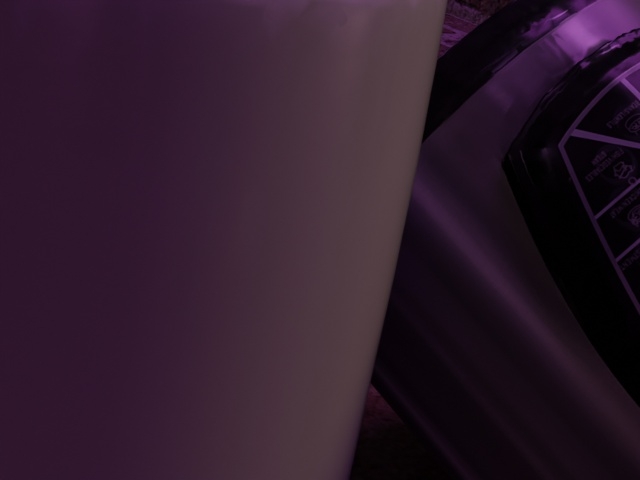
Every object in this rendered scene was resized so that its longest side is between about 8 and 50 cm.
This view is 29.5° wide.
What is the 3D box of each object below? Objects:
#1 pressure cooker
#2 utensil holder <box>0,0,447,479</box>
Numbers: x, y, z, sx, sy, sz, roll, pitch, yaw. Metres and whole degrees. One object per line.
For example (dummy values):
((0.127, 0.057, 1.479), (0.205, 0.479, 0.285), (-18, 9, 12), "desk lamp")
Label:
((0.244, 0.062, 0.827), (0.375, 0.370, 0.420), (-14, 59, -51), "pressure cooker")
((-0.113, 0.008, 0.673), (0.327, 0.385, 0.327), (11, 23, -4), "utensil holder")
